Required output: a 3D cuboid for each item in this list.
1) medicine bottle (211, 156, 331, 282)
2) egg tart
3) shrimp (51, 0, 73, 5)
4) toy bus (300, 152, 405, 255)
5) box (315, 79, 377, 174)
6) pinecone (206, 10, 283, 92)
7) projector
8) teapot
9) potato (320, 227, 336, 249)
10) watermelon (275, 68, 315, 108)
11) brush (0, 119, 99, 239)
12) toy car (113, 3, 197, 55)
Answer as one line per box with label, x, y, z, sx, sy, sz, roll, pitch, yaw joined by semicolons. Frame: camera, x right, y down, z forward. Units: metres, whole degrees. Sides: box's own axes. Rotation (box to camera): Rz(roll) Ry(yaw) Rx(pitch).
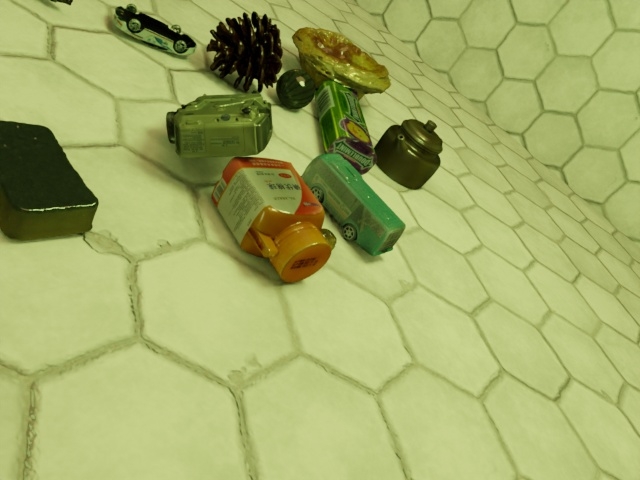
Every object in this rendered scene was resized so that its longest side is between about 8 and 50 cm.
medicine bottle;-0.079;-0.040;1.030;0.150;0.112;0.222;-3;48;-45
egg tart;0.056;-0.542;1.827;0.352;0.150;0.351;22;32;-14
shrimp;-0.619;-0.586;1.289;0.217;0.051;0.150;36;23;6
toy bus;0.067;-0.081;1.249;0.091;0.109;0.261;-16;57;-47
box;0.065;-0.319;1.578;0.134;0.097;0.345;25;32;-23
pinecone;-0.190;-0.472;1.451;0.208;0.207;0.207;26;32;-18
projector;-0.193;-0.226;1.106;0.194;0.088;0.269;-3;22;0
teapot;0.274;-0.266;1.649;0.268;0.175;0.185;-11;57;-52
potato;0.000;0.000;1.128;0.051;0.040;0.083;46;30;24
watermelon;-0.060;-0.415;1.565;0.105;0.105;0.133;41;51;7
brush;-0.408;-0.090;0.810;0.197;0.059;0.123;50;31;21
toy car;-0.396;-0.500;1.390;0.205;0.056;0.095;16;36;-38
